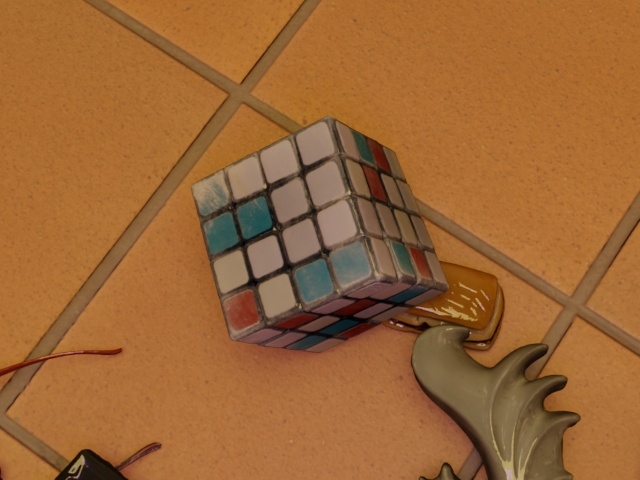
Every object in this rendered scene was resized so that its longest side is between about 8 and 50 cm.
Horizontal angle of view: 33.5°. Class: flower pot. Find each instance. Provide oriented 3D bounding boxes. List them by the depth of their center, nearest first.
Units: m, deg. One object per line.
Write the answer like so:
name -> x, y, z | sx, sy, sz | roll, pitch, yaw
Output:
flower pot -> 0.249, 0.312, 1.554 | 0.254, 0.164, 0.367 | 5, 77, 9

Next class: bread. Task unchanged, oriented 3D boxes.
bread -> 0.191, 0.094, 1.676 | 0.200, 0.077, 0.116 | 14, 66, 6

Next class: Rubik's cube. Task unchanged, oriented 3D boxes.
Rubik's cube -> -0.001, 0.000, 1.572 | 0.256, 0.253, 0.259 | -27, 71, 22

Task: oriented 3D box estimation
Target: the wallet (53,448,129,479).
wallet -> -0.368, 0.445, 1.565 | 0.168, 0.052, 0.245 | 44, 81, -22

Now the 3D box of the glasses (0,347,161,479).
glasses -> -0.408, 0.278, 1.618 | 0.268, 0.118, 0.234 | -24, 72, -5
